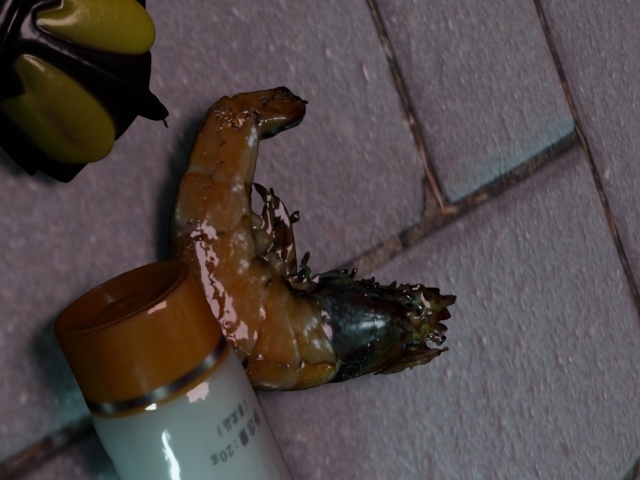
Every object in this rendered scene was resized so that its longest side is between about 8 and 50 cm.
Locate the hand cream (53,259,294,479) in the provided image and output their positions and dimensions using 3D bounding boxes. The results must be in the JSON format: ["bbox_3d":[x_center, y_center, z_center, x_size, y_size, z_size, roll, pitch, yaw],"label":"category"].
[{"bbox_3d":[-0.061,0.170,0.744,0.140,0.089,0.314,-48,124,-47],"label":"hand cream"}]

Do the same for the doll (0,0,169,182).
[{"bbox_3d":[-0.175,-0.110,0.687,0.248,0.127,0.088,30,21,-47],"label":"doll"}]

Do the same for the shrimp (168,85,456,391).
[{"bbox_3d":[0.000,0.000,0.902,0.290,0.054,0.222,10,69,-47],"label":"shrimp"}]
